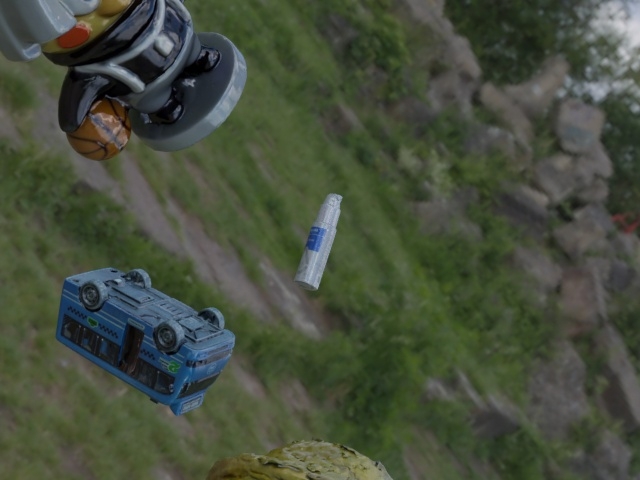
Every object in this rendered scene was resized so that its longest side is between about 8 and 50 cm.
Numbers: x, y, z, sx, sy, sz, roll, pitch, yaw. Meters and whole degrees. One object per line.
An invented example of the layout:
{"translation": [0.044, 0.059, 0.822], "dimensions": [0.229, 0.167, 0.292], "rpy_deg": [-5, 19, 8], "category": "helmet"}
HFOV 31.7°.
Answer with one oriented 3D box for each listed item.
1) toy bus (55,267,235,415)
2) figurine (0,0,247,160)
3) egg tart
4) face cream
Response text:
{"translation": [-0.250, 0.134, 1.594], "dimensions": [0.246, 0.134, 0.113], "rpy_deg": [26, 20, 24], "category": "toy bus"}
{"translation": [-0.179, -0.173, 0.903], "dimensions": [0.133, 0.176, 0.236], "rpy_deg": [18, -20, 40], "category": "figurine"}
{"translation": [0.008, 0.371, 1.526], "dimensions": [0.345, 0.132, 0.345], "rpy_deg": [19, -36, 14], "category": "egg tart"}
{"translation": [0.000, 0.000, 1.482], "dimensions": [0.034, 0.130, 0.034], "rpy_deg": [18, -15, 5], "category": "face cream"}
